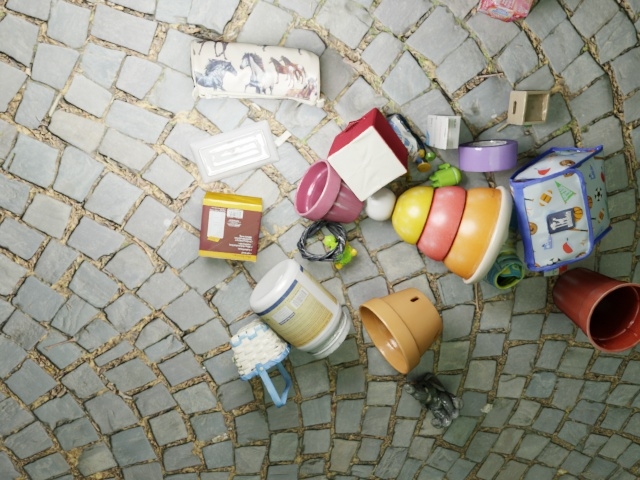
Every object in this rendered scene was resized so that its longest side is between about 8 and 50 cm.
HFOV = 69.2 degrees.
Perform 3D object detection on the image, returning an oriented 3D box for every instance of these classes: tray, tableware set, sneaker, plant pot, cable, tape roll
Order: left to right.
[{"bbox_3d":[-0.283,-0.291,1.537,0.270,0.030,0.145,-18,108,-2],"label":"tray"},{"bbox_3d":[0.000,0.000,1.622,0.184,0.047,0.151,0,84,22],"label":"cable"},{"bbox_3d":[0.039,-0.146,1.553,0.180,0.201,0.201,21,104,-30],"label":"plant pot"},{"bbox_3d":[0.305,0.308,1.691,0.203,0.291,0.291,-30,110,-15],"label":"plant pot"},{"bbox_3d":[0.296,-0.332,1.591,0.081,0.080,0.211,-31,111,27],"label":"sneaker"},{"bbox_3d":[0.324,-0.254,1.590,0.104,0.024,0.154,13,144,-11],"label":"tableware set"},{"bbox_3d":[0.566,-0.290,1.572,0.189,0.189,0.080,-9,109,-5],"label":"tape roll"},{"bbox_3d":[0.683,0.032,1.679,0.127,0.208,0.319,9,105,-9],"label":"sneaker"},{"bbox_3d":[1.052,0.241,1.766,0.272,0.265,0.272,-2,107,-7],"label":"plant pot"}]

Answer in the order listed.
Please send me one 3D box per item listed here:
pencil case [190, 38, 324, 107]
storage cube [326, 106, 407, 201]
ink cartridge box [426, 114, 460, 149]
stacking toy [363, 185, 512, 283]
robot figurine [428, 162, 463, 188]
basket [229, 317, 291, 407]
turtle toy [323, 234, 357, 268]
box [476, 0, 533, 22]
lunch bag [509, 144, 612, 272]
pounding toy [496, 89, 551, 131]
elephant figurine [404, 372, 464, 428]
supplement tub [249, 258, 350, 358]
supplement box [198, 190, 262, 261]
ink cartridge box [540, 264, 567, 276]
[{"bbox_3d":[-0.186,-0.500,1.415,0.410,0.160,0.184,2,90,-9],"label":"pencil case"},{"bbox_3d":[0.153,-0.277,1.490,0.183,0.193,0.215,-32,111,26],"label":"storage cube"},{"bbox_3d":[0.410,-0.360,1.533,0.060,0.180,0.104,-2,108,-7],"label":"ink cartridge box"},{"bbox_3d":[0.372,-0.080,1.600,0.479,0.350,0.351,19,104,6],"label":"stacking toy"},{"bbox_3d":[0.445,-0.221,1.641,0.115,0.067,0.101,-18,104,-3],"label":"robot figurine"},{"bbox_3d":[-0.192,0.429,1.664,0.201,0.255,0.289,-32,90,1],"label":"basket"},{"bbox_3d":[0.064,0.033,1.667,0.095,0.066,0.130,-42,107,4],"label":"turtle toy"},{"bbox_3d":[0.609,-0.834,1.442,0.122,0.128,0.257,15,104,-12],"label":"box"},{"bbox_3d":[0.803,-0.112,1.570,0.385,0.239,0.328,-27,109,-30],"label":"lunch bag"},{"bbox_3d":[0.698,-0.445,1.603,0.130,0.100,0.141,-8,111,-20],"label":"pounding toy"},{"bbox_3d":[0.442,0.619,1.865,0.239,0.186,0.169,40,62,8],"label":"elephant figurine"},{"bbox_3d":[-0.068,0.243,1.628,0.228,0.228,0.316,-43,107,6],"label":"supplement tub"},{"bbox_3d":[-0.299,-0.048,1.557,0.191,0.129,0.194,6,106,-10],"label":"supplement box"},{"bbox_3d":[0.928,0.102,1.829,0.115,0.029,0.063,-7,107,-6],"label":"ink cartridge box"}]
